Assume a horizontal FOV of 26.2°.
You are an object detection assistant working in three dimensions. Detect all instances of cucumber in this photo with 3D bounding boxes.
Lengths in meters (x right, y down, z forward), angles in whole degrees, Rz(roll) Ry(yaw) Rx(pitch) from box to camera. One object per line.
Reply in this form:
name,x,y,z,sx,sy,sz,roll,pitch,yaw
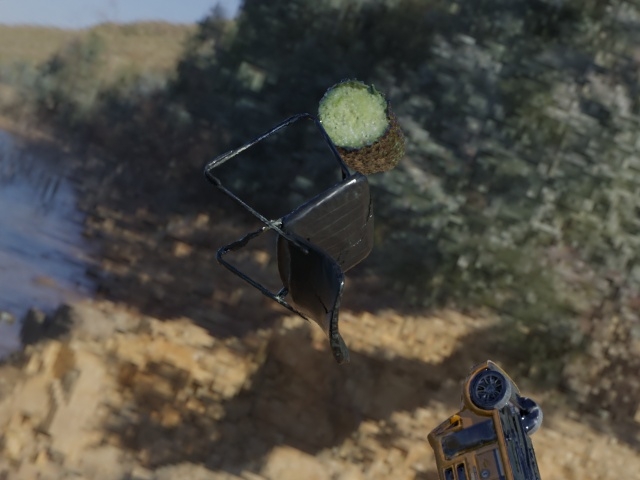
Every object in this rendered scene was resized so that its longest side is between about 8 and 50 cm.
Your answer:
cucumber,0.060,-0.133,1.791,0.096,0.096,0.359,22,-2,8

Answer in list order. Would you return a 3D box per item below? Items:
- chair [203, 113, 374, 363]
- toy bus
chair,0.000,0.000,1.413,0.221,0.145,0.140,43,-28,36
toy bus,0.144,0.201,1.132,0.088,0.195,0.083,-23,-36,20
